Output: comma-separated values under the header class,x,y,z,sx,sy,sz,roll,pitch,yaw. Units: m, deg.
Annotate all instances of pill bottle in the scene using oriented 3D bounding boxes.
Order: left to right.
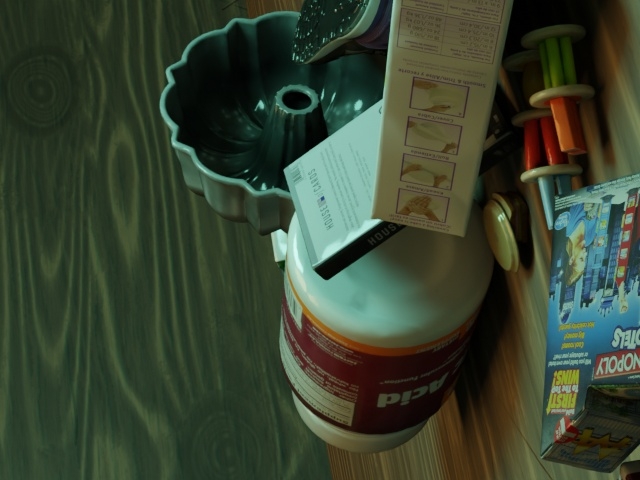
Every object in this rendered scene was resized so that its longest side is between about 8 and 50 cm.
class,x,y,z,sx,sy,sz,roll,pitch,yaw
pill bottle,0.066,0.094,1.763,0.392,0.224,0.224,96,165,-62

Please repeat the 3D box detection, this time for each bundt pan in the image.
class,x,y,z,sx,sy,sz,roll,pitch,yaw
bundt pan,-0.032,-0.129,1.858,0.124,0.331,0.331,96,165,-48

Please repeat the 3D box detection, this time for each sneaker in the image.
class,x,y,z,sx,sy,sz,roll,pitch,yaw
sneaker,0.056,-0.244,1.760,0.283,0.124,0.107,-172,96,-71

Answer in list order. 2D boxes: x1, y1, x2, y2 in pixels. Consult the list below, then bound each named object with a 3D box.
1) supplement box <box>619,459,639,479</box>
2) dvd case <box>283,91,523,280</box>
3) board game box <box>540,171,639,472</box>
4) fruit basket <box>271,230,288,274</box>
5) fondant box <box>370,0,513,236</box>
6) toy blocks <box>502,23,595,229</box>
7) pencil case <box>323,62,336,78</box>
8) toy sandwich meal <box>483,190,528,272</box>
class,x,y,z,sx,sy,sz,roll,pitch,yaw
supplement box,0.260,0.267,0.986,0.239,0.073,0.130,-108,13,-52
dvd case,0.077,-0.083,1.536,0.029,0.239,0.179,45,-163,-35
board game box,0.208,0.056,1.002,0.194,0.060,0.194,163,119,-71
fruit basket,0.000,0.000,2.471,0.353,0.165,0.327,96,165,-75
fondant box,0.114,-0.195,1.307,0.330,0.096,0.238,91,-171,-56
toy blocks,0.192,-0.089,1.236,0.123,0.054,0.148,123,140,-80
pencil case,0.037,-0.247,2.102,0.273,0.113,0.124,128,141,-80
toy sandwich meal,0.186,-0.009,1.492,0.085,0.029,0.085,161,90,-81
